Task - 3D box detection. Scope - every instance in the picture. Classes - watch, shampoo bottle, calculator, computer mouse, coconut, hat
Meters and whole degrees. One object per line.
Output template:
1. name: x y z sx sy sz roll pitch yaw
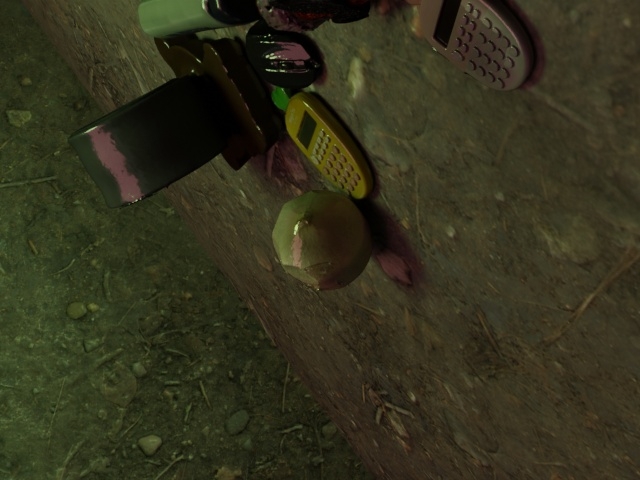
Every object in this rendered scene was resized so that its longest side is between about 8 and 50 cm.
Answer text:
1. watch: -0.292 -0.208 1.315 0.314 0.327 0.335 61 160 -19
2. shampoo bottle: -0.161 -0.353 1.045 0.359 0.134 0.078 21 123 59
3. calculator: 0.002 -0.163 1.136 0.235 0.032 0.146 51 161 7
4. computer mouse: -0.067 -0.278 1.062 0.172 0.057 0.099 31 149 44
5. coconut: 0.000 0.000 1.177 0.171 0.171 0.183 47 -175 23
6. hat: 0.025 -0.280 0.760 0.227 0.129 0.140 23 177 46
7. calculator: 0.146 -0.215 0.702 0.166 0.024 0.103 46 161 17
